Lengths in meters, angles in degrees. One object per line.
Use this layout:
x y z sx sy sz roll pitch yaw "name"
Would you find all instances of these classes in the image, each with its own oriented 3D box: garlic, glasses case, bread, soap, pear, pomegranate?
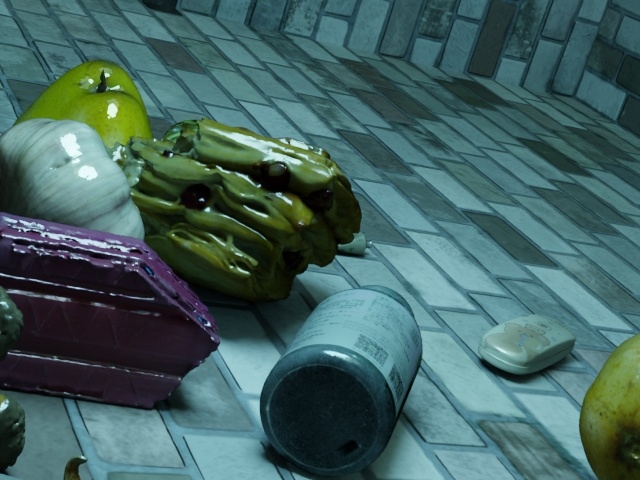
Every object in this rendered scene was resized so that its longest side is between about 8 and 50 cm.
-0.321 0.004 1.423 0.245 0.245 0.253 30 55 31 "garlic"
0.287 0.142 1.759 0.081 0.051 0.204 26 21 27 "glasses case"
-0.146 -0.037 1.609 0.370 0.191 0.314 13 -7 12 "bread"
-0.229 0.080 1.310 0.250 0.162 0.099 13 13 -20 "soap"
-0.338 -0.182 1.919 0.267 0.178 0.267 20 16 -6 "pear"
0.429 0.206 1.425 0.261 0.260 0.260 16 19 -6 "pomegranate"

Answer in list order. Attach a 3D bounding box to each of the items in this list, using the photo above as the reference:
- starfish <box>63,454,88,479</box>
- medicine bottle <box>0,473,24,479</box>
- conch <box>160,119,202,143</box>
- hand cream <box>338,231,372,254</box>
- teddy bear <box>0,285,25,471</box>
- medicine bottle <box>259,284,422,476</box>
-0.157 0.245 1.030 0.190 0.074 0.146 29 20 29 "starfish"
-0.124 0.264 0.752 0.302 0.241 0.241 13 17 15 "medicine bottle"
-0.169 -0.109 1.944 0.181 0.124 0.187 38 14 31 "conch"
0.000 0.000 1.944 0.165 0.037 0.057 3 23 -18 "hand cream"
-0.328 0.106 1.093 0.177 0.190 0.140 31 16 21 "teddy bear"
0.035 0.137 1.404 0.141 0.141 0.293 20 20 7 "medicine bottle"
